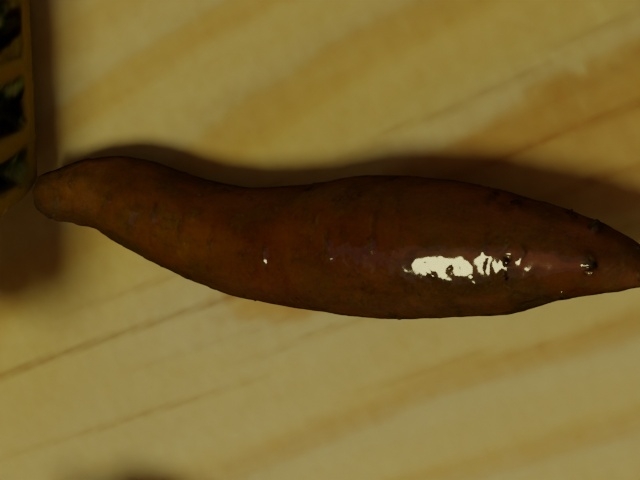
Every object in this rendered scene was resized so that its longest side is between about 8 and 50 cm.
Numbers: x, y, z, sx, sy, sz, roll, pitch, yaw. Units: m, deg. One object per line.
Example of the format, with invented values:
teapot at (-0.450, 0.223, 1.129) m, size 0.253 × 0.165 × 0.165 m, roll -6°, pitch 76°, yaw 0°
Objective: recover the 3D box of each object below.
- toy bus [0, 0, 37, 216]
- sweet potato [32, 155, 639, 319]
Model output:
toy bus at (-0.183, -0.104, 0.595) m, size 0.121 × 0.123 × 0.335 m, roll 9°, pitch 111°, yaw 22°
sweet potato at (-0.001, 0.001, 0.585) m, size 0.265 × 0.057 × 0.057 m, roll 4°, pitch 109°, yaw 26°
